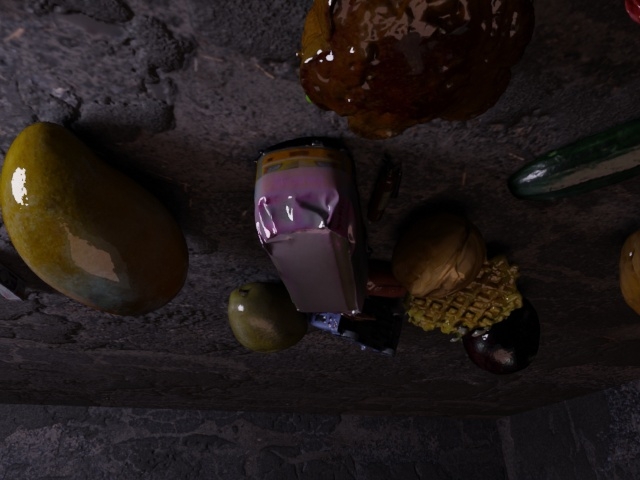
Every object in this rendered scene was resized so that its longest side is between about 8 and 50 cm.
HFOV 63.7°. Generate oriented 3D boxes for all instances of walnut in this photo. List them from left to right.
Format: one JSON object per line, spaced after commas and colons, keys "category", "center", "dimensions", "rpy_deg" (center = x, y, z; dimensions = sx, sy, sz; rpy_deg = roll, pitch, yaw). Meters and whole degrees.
{"category": "walnut", "center": [0.222, 0.032, 0.991], "dimensions": [0.159, 0.159, 0.206], "rpy_deg": [7, 148, -18]}
{"category": "walnut", "center": [0.709, 0.062, 1.035], "dimensions": [0.196, 0.221, 0.195], "rpy_deg": [20, 150, 12]}

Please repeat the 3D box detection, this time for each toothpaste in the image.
{"category": "toothpaste", "center": [-0.671, 0.068, 1.051], "dimensions": [0.040, 0.047, 0.196], "rpy_deg": [-7, 151, -1]}

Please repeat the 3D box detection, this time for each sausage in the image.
{"category": "sausage", "center": [0.139, 0.090, 1.161], "dimensions": [0.141, 0.076, 0.076], "rpy_deg": [12, 147, -24]}

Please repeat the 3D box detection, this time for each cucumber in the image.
{"category": "cucumber", "center": [0.438, -0.114, 0.850], "dimensions": [0.244, 0.063, 0.115], "rpy_deg": [-21, 146, 31]}

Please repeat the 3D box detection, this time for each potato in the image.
{"category": "potato", "center": [-0.130, 0.180, 1.210], "dimensions": [0.175, 0.159, 0.251], "rpy_deg": [-30, 139, -2]}

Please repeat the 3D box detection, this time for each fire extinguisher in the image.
{"category": "fire extinguisher", "center": [0.115, -0.085, 0.887], "dimensions": [0.049, 0.035, 0.173], "rpy_deg": [3, 153, -4]}

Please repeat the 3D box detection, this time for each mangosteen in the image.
{"category": "mangosteen", "center": [0.448, 0.238, 1.324], "dimensions": [0.216, 0.215, 0.216], "rpy_deg": [-3, 151, -2]}

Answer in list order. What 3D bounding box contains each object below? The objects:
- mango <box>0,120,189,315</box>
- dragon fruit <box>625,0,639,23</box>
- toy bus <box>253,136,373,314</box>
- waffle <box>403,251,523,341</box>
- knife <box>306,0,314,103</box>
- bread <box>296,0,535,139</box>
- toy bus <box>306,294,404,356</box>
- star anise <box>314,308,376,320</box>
{"category": "mango", "center": [-0.345, -0.012, 0.809], "dimensions": [0.222, 0.198, 0.383], "rpy_deg": [-5, 138, 10]}
{"category": "dragon fruit", "center": [0.325, -0.257, 0.374], "dimensions": [0.234, 0.233, 0.293], "rpy_deg": [-25, -178, 32]}
{"category": "toy bus", "center": [0.000, 0.000, 0.896], "dimensions": [0.171, 0.162, 0.386], "rpy_deg": [-6, 150, 7]}
{"category": "waffle", "center": [0.319, 0.117, 1.173], "dimensions": [0.281, 0.060, 0.262], "rpy_deg": [-18, 122, 24]}
{"category": "knife", "center": [-0.001, -0.241, 0.613], "dimensions": [0.055, 0.015, 0.212], "rpy_deg": [2, 150, -8]}
{"category": "bread", "center": [0.086, -0.214, 0.533], "dimensions": [0.232, 0.135, 0.246], "rpy_deg": [-15, 152, 3]}
{"category": "toy bus", "center": [0.097, 0.201, 1.290], "dimensions": [0.133, 0.125, 0.292], "rpy_deg": [4, 162, 38]}
{"category": "star anise", "center": [0.019, 0.102, 1.128], "dimensions": [0.213, 0.156, 0.054], "rpy_deg": [2, -158, 39]}
